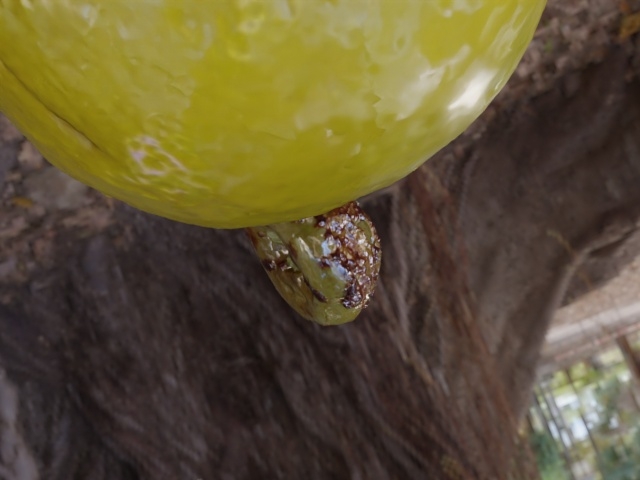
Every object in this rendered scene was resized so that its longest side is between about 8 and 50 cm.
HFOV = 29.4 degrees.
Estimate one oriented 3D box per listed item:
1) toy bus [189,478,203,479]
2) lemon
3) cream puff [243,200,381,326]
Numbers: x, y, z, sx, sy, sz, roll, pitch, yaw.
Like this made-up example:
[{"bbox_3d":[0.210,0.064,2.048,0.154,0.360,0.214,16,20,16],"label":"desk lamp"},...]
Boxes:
[{"bbox_3d":[-0.086,0.239,0.792,0.065,0.077,0.192,-18,131,-26],"label":"toy bus"},{"bbox_3d":[-0.038,-0.168,0.631,0.348,0.348,0.348,-20,168,-5],"label":"lemon"},{"bbox_3d":[0.000,0.000,0.992,0.084,0.149,0.149,-33,172,-17],"label":"cream puff"}]
